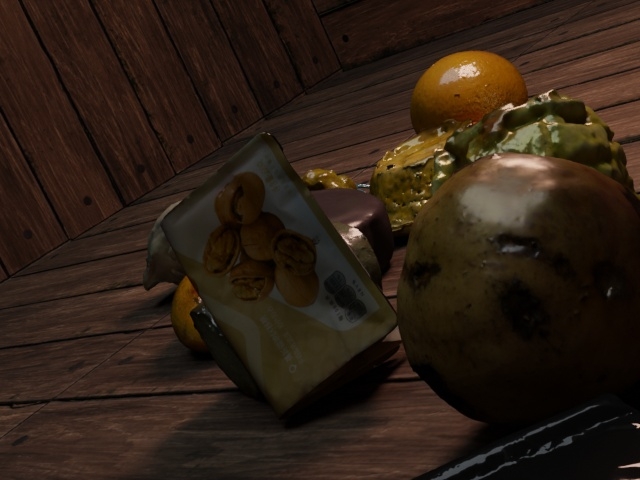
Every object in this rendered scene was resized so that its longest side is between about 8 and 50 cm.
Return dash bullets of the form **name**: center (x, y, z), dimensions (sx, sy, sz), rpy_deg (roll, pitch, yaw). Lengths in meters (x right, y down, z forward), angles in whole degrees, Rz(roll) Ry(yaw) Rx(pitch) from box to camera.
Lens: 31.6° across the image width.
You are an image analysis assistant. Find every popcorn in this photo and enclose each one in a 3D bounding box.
- **popcorn**: center (0.281, -0.069, 1.499), dimensions (0.293, 0.237, 0.293), rpy_deg (-22, 10, 4)

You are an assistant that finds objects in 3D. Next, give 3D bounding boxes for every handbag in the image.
- **handbag**: center (0.185, 0.234, 0.893), dimensions (0.247, 0.080, 0.223), rpy_deg (-24, 21, -3)

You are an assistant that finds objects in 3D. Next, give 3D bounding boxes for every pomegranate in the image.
- **pomegranate**: center (0.210, 0.052, 1.133), dimensions (0.281, 0.281, 0.281), rpy_deg (-24, 14, 6)

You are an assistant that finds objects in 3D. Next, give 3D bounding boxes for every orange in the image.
- **orange**: center (0.294, -0.269, 2.252), dimensions (0.236, 0.236, 0.236), rpy_deg (-24, 14, 6)

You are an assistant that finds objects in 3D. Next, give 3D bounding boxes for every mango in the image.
- **mango**: center (-0.171, 0.094, 1.927), dimensions (0.177, 0.120, 0.295), rpy_deg (-23, 14, 16)

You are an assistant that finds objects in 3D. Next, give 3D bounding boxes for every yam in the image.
- **yam**: center (-0.044, 0.099, 1.611), dimensions (0.268, 0.161, 0.161), rpy_deg (-32, 15, -29)

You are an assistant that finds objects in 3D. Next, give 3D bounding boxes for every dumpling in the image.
- **dumpling**: center (-0.228, -0.018, 2.301), dimensions (0.318, 0.187, 0.243), rpy_deg (-22, 17, 24)

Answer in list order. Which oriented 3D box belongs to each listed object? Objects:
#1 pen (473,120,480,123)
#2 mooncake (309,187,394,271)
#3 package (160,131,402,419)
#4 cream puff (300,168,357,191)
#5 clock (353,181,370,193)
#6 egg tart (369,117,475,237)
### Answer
- **pen**: center (0.375, -0.218, 2.149), dimensions (0.239, 0.028, 0.028), rpy_deg (-4, 13, -4)
- **mooncake**: center (0.000, 0.000, 1.864), dimensions (0.245, 0.133, 0.245), rpy_deg (-9, 27, 5)
- **package**: center (-0.031, 0.043, 1.490), dimensions (0.221, 0.311, 0.165), rpy_deg (-41, -17, 19)
- **cream puff**: center (0.020, -0.081, 2.211), dimensions (0.146, 0.146, 0.116), rpy_deg (-15, 15, 36)
- **clock**: center (0.040, -0.091, 2.406), dimensions (0.147, 0.045, 0.108), rpy_deg (-18, 16, 23)
- **egg tart**: center (0.202, -0.117, 2.047), dimensions (0.345, 0.132, 0.345), rpy_deg (-25, 15, 7)
